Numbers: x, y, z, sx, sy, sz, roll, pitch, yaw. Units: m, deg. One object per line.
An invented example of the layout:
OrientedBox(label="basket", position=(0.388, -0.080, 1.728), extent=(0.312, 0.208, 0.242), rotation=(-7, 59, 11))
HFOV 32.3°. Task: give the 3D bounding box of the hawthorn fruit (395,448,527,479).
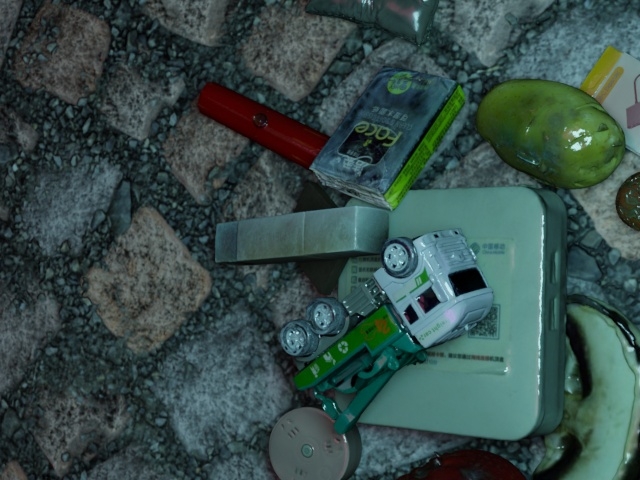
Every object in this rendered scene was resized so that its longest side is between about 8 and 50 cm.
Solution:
OrientedBox(label="hawthorn fruit", position=(0.236, 0.479, 1.719), extent=(0.265, 0.265, 0.307), rotation=(-34, 91, 16))

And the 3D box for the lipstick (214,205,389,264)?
OrientedBox(label="lipstick", position=(-0.040, -0.004, 1.856), extent=(0.371, 0.080, 0.076), rotation=(-5, 80, 48))

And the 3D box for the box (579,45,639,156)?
OrientedBox(label="box", position=(0.530, -0.196, 1.757), extent=(0.247, 0.033, 0.129), rotation=(38, 101, 19))

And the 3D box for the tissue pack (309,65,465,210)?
OrientedBox(label="tissue pack", position=(0.113, -0.176, 1.839), extent=(0.173, 0.073, 0.235), rotation=(23, 72, 41))

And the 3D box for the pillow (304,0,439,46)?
OrientedBox(label="pillow", position=(0.125, -0.515, 1.905), extent=(0.228, 0.101, 0.326), rotation=(19, 95, 18))

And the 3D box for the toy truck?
OrientedBox(label="toy truck", position=(0.098, 0.132, 1.699), extent=(0.363, 0.176, 0.178), rotation=(-45, 71, 30))

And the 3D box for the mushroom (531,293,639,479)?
OrientedBox(label="mushroom", position=(0.426, 0.258, 1.726), extent=(0.247, 0.130, 0.344), rotation=(-10, 79, 48))

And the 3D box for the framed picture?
OrientedBox(label="framed picture", position=(-0.002, -0.005, 1.902), extent=(0.168, 0.023, 0.128), rotation=(51, 123, 46))

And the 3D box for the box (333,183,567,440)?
OrientedBox(label="box", position=(0.203, 0.109, 1.784), extent=(0.396, 0.111, 0.396), rotation=(0, 86, 38))

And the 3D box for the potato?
OrientedBox(label="potato", position=(0.360, -0.169, 1.751), extent=(0.248, 0.143, 0.169), rotation=(27, 129, 28))

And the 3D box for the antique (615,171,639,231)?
OrientedBox(label="antique", position=(0.509, -0.060, 1.720), extent=(0.104, 0.104, 0.104), rotation=(-1, 86, 21))

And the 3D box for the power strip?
OrientedBox(label="power strip", position=(-0.009, 0.362, 1.909), extent=(0.154, 0.078, 0.154), rotation=(-2, 86, 20))

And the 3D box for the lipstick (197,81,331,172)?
OrientedBox(label="lipstick", position=(-0.093, -0.202, 1.982), extent=(0.280, 0.073, 0.073), rotation=(28, 97, 20))
